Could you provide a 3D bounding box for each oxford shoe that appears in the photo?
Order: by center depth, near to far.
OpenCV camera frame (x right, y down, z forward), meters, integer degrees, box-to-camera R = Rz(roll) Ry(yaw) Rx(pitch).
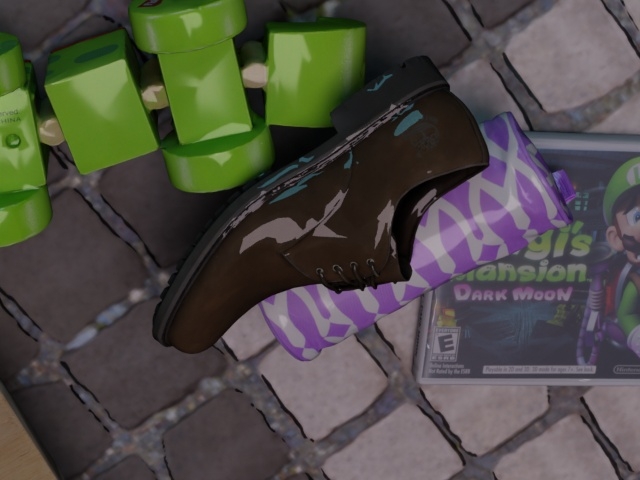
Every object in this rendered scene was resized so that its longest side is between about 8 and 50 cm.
[{"bbox_3d":[0.000,0.000,1.108,0.227,0.083,0.096,-40,76,9],"label":"oxford shoe"}]

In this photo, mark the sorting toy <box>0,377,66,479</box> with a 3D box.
[{"bbox_3d":[-0.260,0.224,1.215,0.257,0.089,0.255,-28,114,1],"label":"sorting toy"}]

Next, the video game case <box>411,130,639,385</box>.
[{"bbox_3d":[0.162,0.014,1.257,0.190,0.022,0.173,1,110,-12],"label":"video game case"}]

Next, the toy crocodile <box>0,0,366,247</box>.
[{"bbox_3d":[-0.136,-0.080,1.125,0.341,0.105,0.115,-13,113,-1],"label":"toy crocodile"}]

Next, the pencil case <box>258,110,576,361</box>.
[{"bbox_3d":[0.052,0.001,1.180,0.206,0.086,0.088,-27,146,12],"label":"pencil case"}]
